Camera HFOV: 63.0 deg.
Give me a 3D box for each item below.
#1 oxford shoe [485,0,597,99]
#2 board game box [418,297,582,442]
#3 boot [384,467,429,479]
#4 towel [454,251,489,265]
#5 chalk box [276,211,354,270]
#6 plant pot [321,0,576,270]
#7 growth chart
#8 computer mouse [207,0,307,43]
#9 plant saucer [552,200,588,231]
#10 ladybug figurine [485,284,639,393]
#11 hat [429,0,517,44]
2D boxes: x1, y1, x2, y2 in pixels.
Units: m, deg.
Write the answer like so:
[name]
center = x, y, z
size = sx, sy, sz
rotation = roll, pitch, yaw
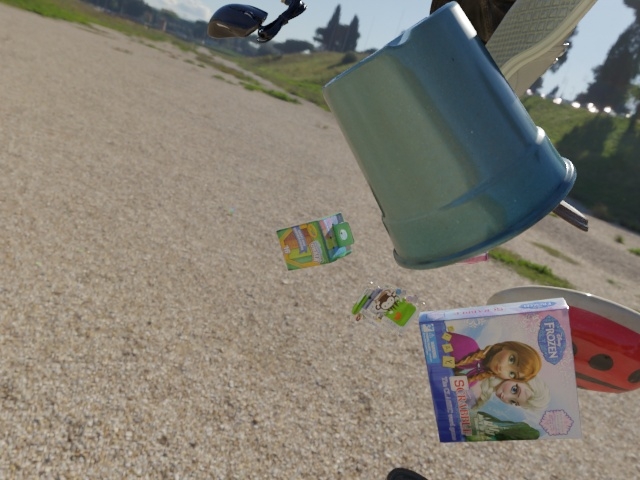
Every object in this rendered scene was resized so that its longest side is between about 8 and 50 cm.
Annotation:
[oxford shoe]
center = 0.468, -0.428, 1.163
size = 0.129, 0.449, 0.169
rotation = 9, 59, -18
[board game box]
center = 0.408, 0.304, 1.194
size = 0.317, 0.319, 0.066
rotation = -9, 13, 16
[boot]
center = 0.196, 0.607, 1.132
size = 0.283, 0.220, 0.109
rotation = 40, 53, -8
[towel]
center = 0.457, -0.024, 1.616
size = 0.029, 0.197, 0.144
rotation = 1, -9, -24
[chalk box]
center = 0.000, 0.000, 1.557
size = 0.212, 0.133, 0.132
rotation = -14, 5, 38
[plant pot]
center = 0.192, -0.182, 0.885
size = 0.334, 0.341, 0.341
rotation = 56, 9, -15
[growth chart]
center = 0.221, 0.229, 1.739
size = 0.237, 0.172, 0.021
rotation = 24, 9, -18
[computer mouse]
center = -0.160, -0.555, 1.260
size = 0.262, 0.184, 0.060
rotation = 25, -28, 40
[plant saucer]
center = 0.811, -0.125, 1.807
size = 0.277, 0.041, 0.278
rotation = 28, 22, -12
[ladybug figurine]
center = 0.636, 0.260, 1.313
size = 0.448, 0.305, 0.162
rotation = 14, 56, 16
[hat]
center = 0.478, -0.636, 1.462
size = 0.331, 0.332, 0.134
rotation = 11, 30, -24
